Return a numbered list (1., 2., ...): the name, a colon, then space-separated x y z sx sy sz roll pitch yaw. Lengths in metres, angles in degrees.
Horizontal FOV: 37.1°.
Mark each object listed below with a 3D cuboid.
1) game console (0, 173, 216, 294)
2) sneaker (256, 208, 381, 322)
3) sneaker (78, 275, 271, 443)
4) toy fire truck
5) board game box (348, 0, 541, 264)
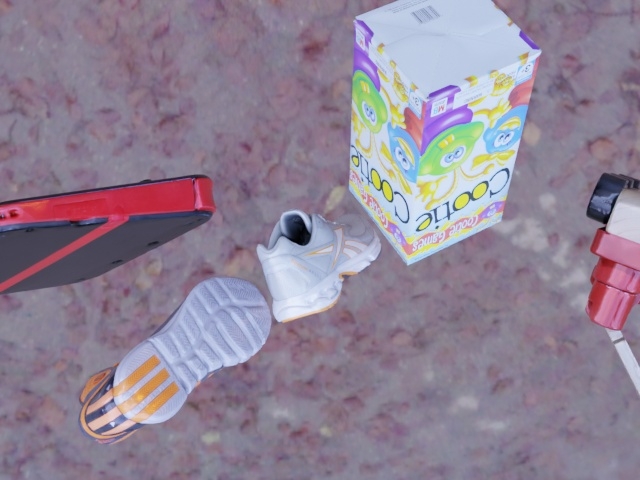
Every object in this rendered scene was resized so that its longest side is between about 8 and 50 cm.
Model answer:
1. game console: -0.356 0.002 1.239 0.342 0.060 0.386 -7 168 -46
2. sneaker: 0.000 0.000 1.253 0.099 0.262 0.121 -15 106 26
3. sneaker: -0.210 0.159 1.285 0.180 0.321 0.124 -31 91 39
4. toy fire truck: 0.374 0.061 1.122 0.158 0.217 0.246 23 102 21
5. board game box: 0.128 -0.126 1.070 0.144 0.142 0.275 -25 147 -17
